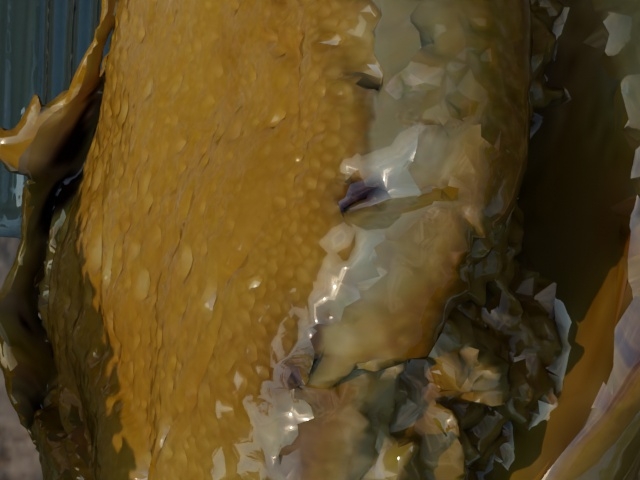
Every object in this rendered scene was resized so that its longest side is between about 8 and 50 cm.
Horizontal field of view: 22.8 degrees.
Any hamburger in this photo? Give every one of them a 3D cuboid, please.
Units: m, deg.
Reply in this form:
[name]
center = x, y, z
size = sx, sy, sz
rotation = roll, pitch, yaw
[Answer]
[hamburger]
center = 0.000, 0.000, 0.535
size = 0.158, 0.318, 0.318
rotation = 8, 131, -33

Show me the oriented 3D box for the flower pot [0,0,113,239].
[flower pot]
center = -0.223, -0.121, 1.078
size = 0.209, 0.239, 0.189
rotation = -3, 108, -22
